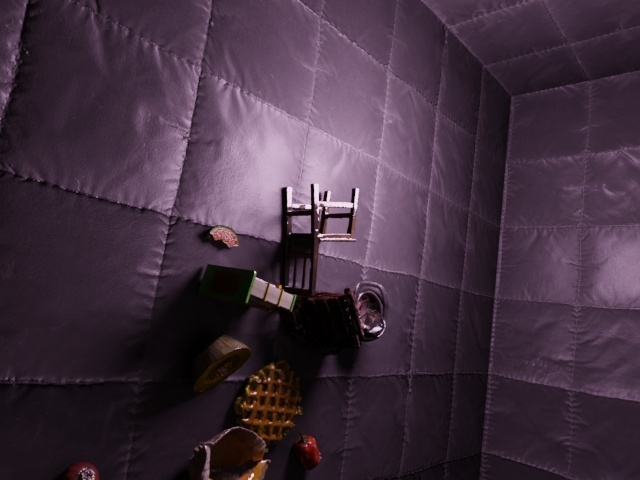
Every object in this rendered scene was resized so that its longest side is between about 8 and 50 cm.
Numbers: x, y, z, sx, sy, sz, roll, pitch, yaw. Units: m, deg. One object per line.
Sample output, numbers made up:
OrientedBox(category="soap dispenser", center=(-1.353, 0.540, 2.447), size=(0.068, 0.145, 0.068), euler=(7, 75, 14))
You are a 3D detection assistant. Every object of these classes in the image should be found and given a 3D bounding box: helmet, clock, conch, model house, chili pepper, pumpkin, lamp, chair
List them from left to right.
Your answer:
OrientedBox(category="lamp", center=(-0.638, 0.640, 1.255), size=(0.101, 0.090, 0.101), euler=(33, 30, -22))
OrientedBox(category="pumpkin", center=(-0.340, 0.385, 1.547), size=(0.217, 0.217, 0.110), euler=(-18, 64, -45))
OrientedBox(category="conch", center=(-0.328, 0.750, 1.521), size=(0.352, 0.210, 0.297), euler=(-16, 102, -66))
OrientedBox(category="clock", center=(-0.236, 0.178, 1.599), size=(0.255, 0.220, 0.106), euler=(34, 67, -50))
OrientedBox(category="chili pepper", center=(-0.060, 0.819, 1.879), size=(0.086, 0.084, 0.192), euler=(-56, 134, -51))
OrientedBox(category="chair", center=(0.000, 0.000, 1.855), size=(0.241, 0.203, 0.416), euler=(1, 90, -44))
OrientedBox(category="model house", center=(0.041, 0.331, 1.836), size=(0.297, 0.283, 0.317), euler=(-24, 107, -44))
OrientedBox(category="helmet", center=(0.191, 0.322, 2.098), size=(0.198, 0.154, 0.253), euler=(8, 65, -27))

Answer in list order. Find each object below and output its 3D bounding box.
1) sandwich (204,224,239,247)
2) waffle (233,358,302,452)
OrientedBox(category="sandwich", center=(-0.331, -0.016, 1.624), size=(0.135, 0.029, 0.067), euler=(27, 76, -45))
OrientedBox(category="waffle", center=(-0.188, 0.609, 1.751), size=(0.325, 0.068, 0.302), euler=(-36, 116, -42))
